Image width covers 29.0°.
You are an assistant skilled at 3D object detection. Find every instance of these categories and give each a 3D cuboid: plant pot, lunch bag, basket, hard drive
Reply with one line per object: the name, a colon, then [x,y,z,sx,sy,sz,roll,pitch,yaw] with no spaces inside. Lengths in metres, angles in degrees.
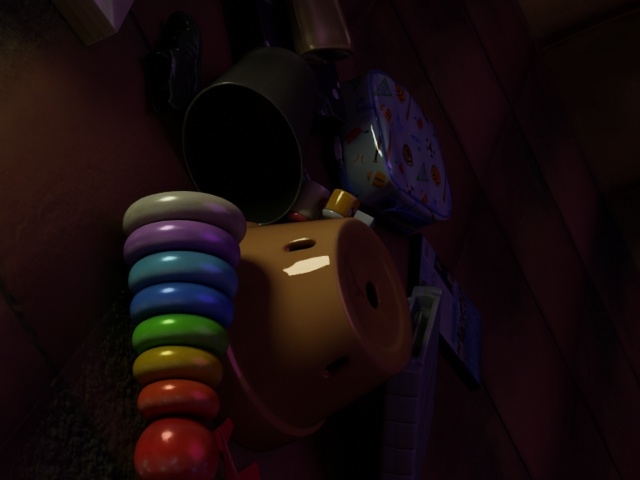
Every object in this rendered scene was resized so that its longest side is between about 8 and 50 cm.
plant pot: [-0.018,0.097,1.538,0.291,0.203,0.291,45,35,-44]
lunch bag: [0.115,-0.140,2.094,0.303,0.115,0.243,24,53,-58]
basket: [-0.083,-0.163,1.667,0.227,0.154,0.204,-74,153,-58]
hard drive: [-0.068,-0.353,1.933,0.237,0.064,0.339,18,57,-60]

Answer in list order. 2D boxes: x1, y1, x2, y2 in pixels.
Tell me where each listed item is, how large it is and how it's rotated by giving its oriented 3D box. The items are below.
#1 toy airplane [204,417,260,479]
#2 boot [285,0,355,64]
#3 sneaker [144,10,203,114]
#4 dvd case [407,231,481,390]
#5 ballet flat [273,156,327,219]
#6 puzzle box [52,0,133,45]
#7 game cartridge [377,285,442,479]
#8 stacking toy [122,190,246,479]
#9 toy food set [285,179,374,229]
toy airplane: [-0.104,0.271,1.438,0.151,0.028,0.151,42,38,-44]
boot: [0.000,-0.408,1.945,0.236,0.089,0.269,-9,78,-52]
sneaker: [-0.192,-0.235,1.607,0.089,0.051,0.170,29,50,-61]
dvd case: [0.226,0.129,2.225,0.253,0.022,0.180,52,31,-35]
ballet flat: [-0.017,-0.033,1.806,0.221,0.077,0.079,61,0,-20]
puzzle box: [-0.342,-0.465,1.472,0.409,0.052,0.272,55,29,-29]
game cartridge: [0.126,0.224,1.759,0.355,0.068,0.230,-57,155,-72]
stacking toy: [-0.155,0.119,1.355,0.141,0.141,0.330,33,51,-52]
toy food set: [0.000,0.000,1.678,0.104,0.111,0.232,-62,172,-10]
